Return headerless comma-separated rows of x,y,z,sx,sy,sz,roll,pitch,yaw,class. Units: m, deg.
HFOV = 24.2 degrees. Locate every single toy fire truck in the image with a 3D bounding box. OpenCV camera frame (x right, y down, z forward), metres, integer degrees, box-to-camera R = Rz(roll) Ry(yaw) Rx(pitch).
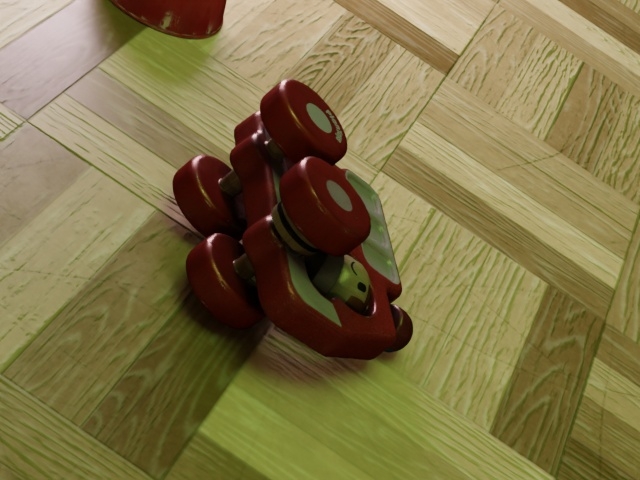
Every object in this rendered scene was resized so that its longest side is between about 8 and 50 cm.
0.000,0.000,1.539,0.254,0.169,0.302,33,29,-36,toy fire truck

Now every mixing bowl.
-0.184,-0.348,1.870,0.181,0.098,0.181,23,33,-16,mixing bowl
